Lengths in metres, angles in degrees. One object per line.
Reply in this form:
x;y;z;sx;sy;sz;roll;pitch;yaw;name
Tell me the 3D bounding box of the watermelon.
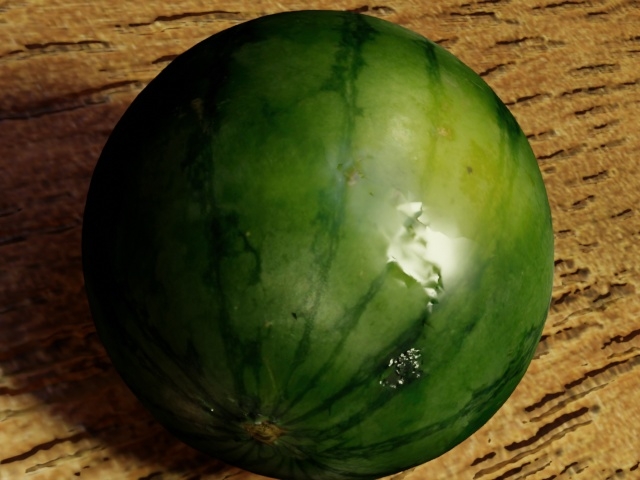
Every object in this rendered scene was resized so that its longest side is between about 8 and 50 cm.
-0.001;0.003;0.778;0.242;0.242;0.242;23;43;-24;watermelon
